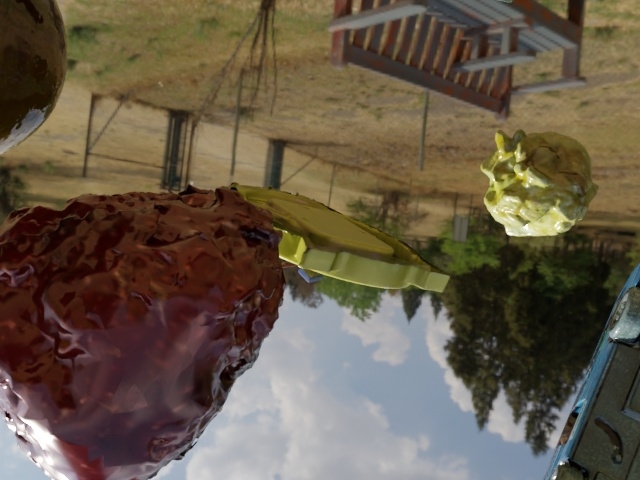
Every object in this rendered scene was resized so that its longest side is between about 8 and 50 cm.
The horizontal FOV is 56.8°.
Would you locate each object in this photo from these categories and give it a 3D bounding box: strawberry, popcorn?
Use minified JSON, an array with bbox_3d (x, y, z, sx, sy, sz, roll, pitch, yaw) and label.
[{"bbox_3d":[-0.156,0.056,0.478,0.220,0.274,0.274,36,176,-11],"label":"strawberry"},{"bbox_3d":[0.360,-0.096,0.983,0.167,0.185,0.188,-19,164,38],"label":"popcorn"}]

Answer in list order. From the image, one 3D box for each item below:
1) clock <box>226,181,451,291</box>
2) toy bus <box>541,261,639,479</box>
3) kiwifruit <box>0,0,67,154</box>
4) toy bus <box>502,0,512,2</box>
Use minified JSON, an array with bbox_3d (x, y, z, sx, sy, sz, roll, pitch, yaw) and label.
[{"bbox_3d":[-0.002,0.003,0.796,0.277,0.071,0.293,14,-166,-30],"label":"clock"},{"bbox_3d":[0.240,0.143,0.431,0.114,0.246,0.134,24,165,19],"label":"toy bus"},{"bbox_3d":[-0.288,-0.134,0.376,0.196,0.195,0.234,7,-162,14],"label":"kiwifruit"},{"bbox_3d":[0.201,-0.421,0.622,0.113,0.139,0.301,29,153,29],"label":"toy bus"}]
